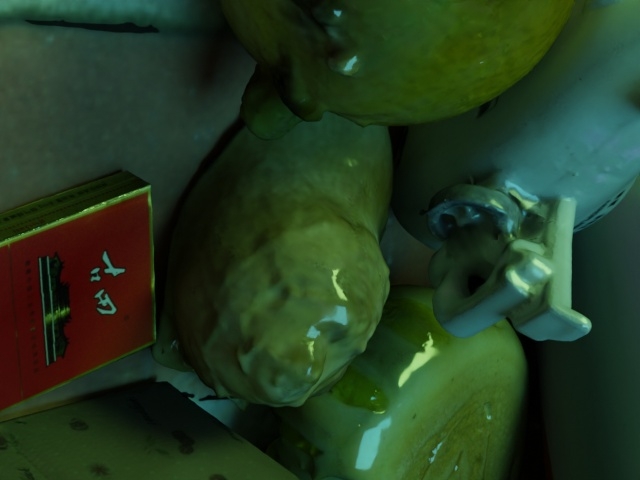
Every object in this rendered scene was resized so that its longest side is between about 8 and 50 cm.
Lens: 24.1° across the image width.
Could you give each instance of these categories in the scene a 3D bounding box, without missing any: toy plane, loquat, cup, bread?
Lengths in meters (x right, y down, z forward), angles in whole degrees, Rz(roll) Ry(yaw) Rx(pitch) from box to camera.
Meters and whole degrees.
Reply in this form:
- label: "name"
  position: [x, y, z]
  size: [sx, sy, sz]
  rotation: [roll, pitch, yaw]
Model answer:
- label: "toy plane"
  position: [0.128, -0.061, 0.755]
  size: [0.118, 0.252, 0.252]
  rotation: [31, 88, -23]
- label: "loquat"
  position: [0.031, -0.126, 0.662]
  size: [0.204, 0.149, 0.172]
  rotation: [-52, 144, 11]
- label: "cup"
  position: [0.206, 0.069, 0.869]
  size: [0.203, 0.203, 0.288]
  rotation: [0, 78, -48]
- label: "bread"
  position: [0.039, 0.123, 0.853]
  size: [0.213, 0.105, 0.213]
  rotation: [-25, 126, -40]

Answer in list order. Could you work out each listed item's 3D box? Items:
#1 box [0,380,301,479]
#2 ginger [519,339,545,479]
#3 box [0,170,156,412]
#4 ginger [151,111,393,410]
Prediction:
- label: "box"
  position: [-0.120, 0.249, 0.692]
  size: [0.225, 0.190, 0.297]
  rotation: [-10, 118, -44]
- label: "ginger"
  position: [0.149, 0.179, 0.990]
  size: [0.116, 0.109, 0.263]
  rotation: [16, 90, -16]
- label: "box"
  position: [-0.133, 0.029, 0.673]
  size: [0.133, 0.023, 0.090]
  rotation: [-22, 130, -38]
- label: "ginger"
  position: [0.000, -0.004, 0.733]
  size: [0.115, 0.123, 0.193]
  rotation: [30, 83, -34]
